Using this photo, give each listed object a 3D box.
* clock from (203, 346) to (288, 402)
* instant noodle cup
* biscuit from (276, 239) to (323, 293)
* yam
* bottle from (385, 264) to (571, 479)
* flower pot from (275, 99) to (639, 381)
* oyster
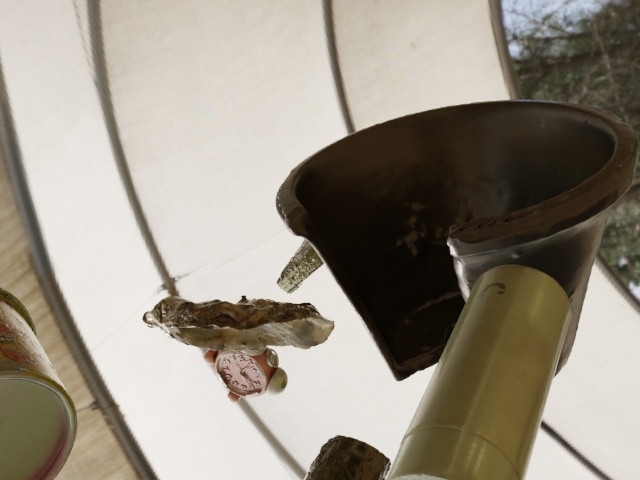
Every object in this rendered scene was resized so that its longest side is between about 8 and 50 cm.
[{"bbox_3d":[-0.159,0.278,1.754,0.166,0.162,0.093,62,-143,-14],"label":"clock"},{"bbox_3d":[-0.424,0.195,0.915,0.264,0.200,0.264,-20,-57,-35],"label":"instant noodle cup"},{"bbox_3d":[0.000,0.000,1.667,0.046,0.147,0.250,41,-137,-9],"label":"biscuit"},{"bbox_3d":[0.018,0.337,1.018,0.183,0.107,0.107,-53,-54,-43],"label":"yam"},{"bbox_3d":[0.103,0.096,0.481,0.201,0.072,0.072,-51,-56,-50],"label":"bottle"},{"bbox_3d":[0.166,0.012,0.869,0.379,0.379,0.251,-47,-51,-49],"label":"flower pot"},{"bbox_3d":[-0.172,0.146,1.494,0.204,0.396,0.111,80,-168,-73],"label":"oyster"}]
